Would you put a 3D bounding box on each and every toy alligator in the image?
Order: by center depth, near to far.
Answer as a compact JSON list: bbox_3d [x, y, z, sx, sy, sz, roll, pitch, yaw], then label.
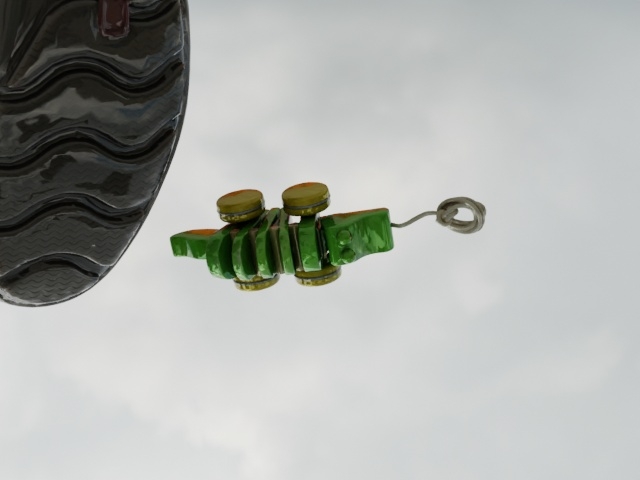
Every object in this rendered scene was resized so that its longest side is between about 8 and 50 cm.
[{"bbox_3d":[0.000,0.000,1.081,0.190,0.056,0.051,-5,-159,12],"label":"toy alligator"}]

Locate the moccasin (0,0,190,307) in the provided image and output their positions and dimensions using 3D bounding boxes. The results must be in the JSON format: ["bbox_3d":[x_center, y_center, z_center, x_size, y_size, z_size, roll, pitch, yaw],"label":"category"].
[{"bbox_3d":[-0.157,-0.150,1.015,0.139,0.380,0.147,-13,-159,-28],"label":"moccasin"}]
